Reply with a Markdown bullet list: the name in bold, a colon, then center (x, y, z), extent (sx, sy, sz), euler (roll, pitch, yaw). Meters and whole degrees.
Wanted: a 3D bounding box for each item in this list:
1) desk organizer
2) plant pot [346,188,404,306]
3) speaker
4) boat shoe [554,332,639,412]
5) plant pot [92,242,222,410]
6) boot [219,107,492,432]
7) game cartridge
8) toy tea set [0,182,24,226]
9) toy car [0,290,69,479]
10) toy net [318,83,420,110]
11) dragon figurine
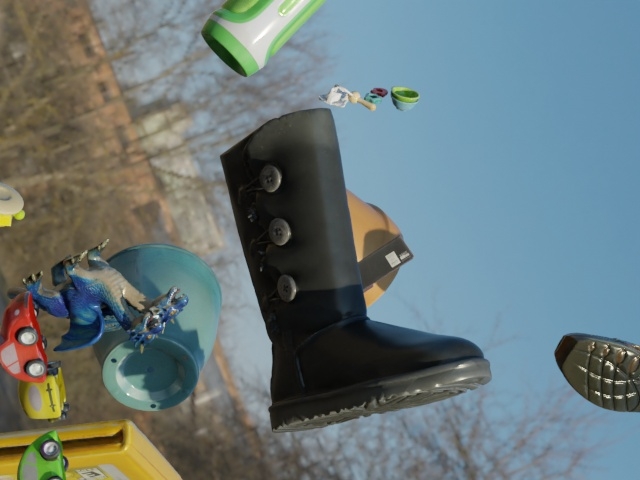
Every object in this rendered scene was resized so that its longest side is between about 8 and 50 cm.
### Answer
- **desk organizer**: center (0.096, 0.049, 1.977), extent (0.047, 0.130, 0.050), euler (57, -2, 11)
- **plant pot**: center (0.000, 0.000, 2.378), extent (0.203, 0.291, 0.291), euler (50, 2, -36)
- **speaker**: center (-0.060, -0.415, 1.912), extent (0.131, 0.296, 0.131), euler (42, -7, 7)
- **boat shoe**: center (0.554, 0.242, 2.072), extent (0.122, 0.324, 0.120), euler (-60, -156, 15)
- **plant pot**: center (-0.326, 0.187, 2.235), extent (0.255, 0.272, 0.271), euler (-100, 175, -57)
- **boot**: center (0.037, 0.022, 1.620), extent (0.146, 0.367, 0.444), euler (11, 66, -52)
- **game cartridge**: center (-0.354, 0.341, 1.608), extent (0.323, 0.286, 0.052), euler (71, 13, -58)
- **toy tea set**: center (-0.690, -0.080, 1.962), extent (0.124, 0.336, 0.200), euler (-57, -135, 29)
- **toy car**: center (-0.308, 0.199, 1.237), extent (0.239, 0.053, 0.224), euler (93, -15, -61)
- **toy net**: center (0.109, -0.343, 2.651), extent (0.122, 0.232, 0.045), euler (-108, -155, -55)
- **dragon figurine**: center (-0.302, 0.090, 1.459), extent (0.085, 0.289, 0.144), euler (-35, 102, -57)
